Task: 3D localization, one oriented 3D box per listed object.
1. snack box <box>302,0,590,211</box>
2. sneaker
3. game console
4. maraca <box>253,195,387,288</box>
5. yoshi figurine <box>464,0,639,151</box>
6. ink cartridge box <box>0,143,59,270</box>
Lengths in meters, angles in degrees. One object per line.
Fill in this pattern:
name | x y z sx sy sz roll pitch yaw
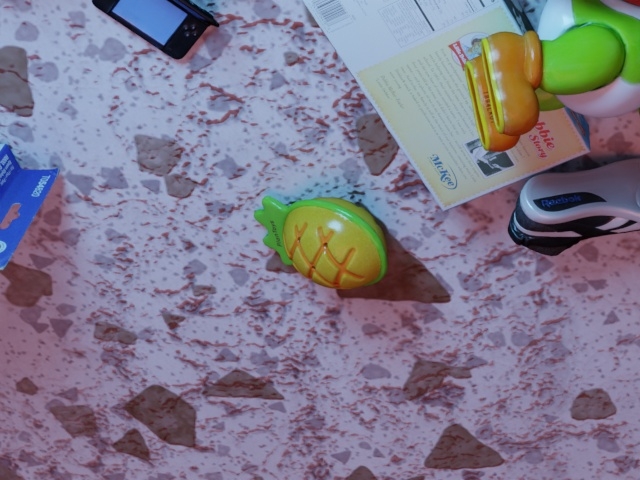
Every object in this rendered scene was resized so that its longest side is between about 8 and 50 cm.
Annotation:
snack box | 0.140 -0.191 1.495 0.187 0.060 0.322 -22 122 23
sneaker | 0.321 -0.034 1.597 0.217 0.079 0.121 -1 156 -10
game console | -0.181 -0.247 1.495 0.122 0.071 0.107 33 126 -17
maraca | 0.000 0.000 1.654 0.186 0.099 0.127 12 133 34
yoshi figurine | 0.342 -0.153 1.388 0.362 0.203 0.203 -14 134 -3
ink cartridge box | -0.442 -0.044 1.603 0.224 0.223 0.045 0 123 8
